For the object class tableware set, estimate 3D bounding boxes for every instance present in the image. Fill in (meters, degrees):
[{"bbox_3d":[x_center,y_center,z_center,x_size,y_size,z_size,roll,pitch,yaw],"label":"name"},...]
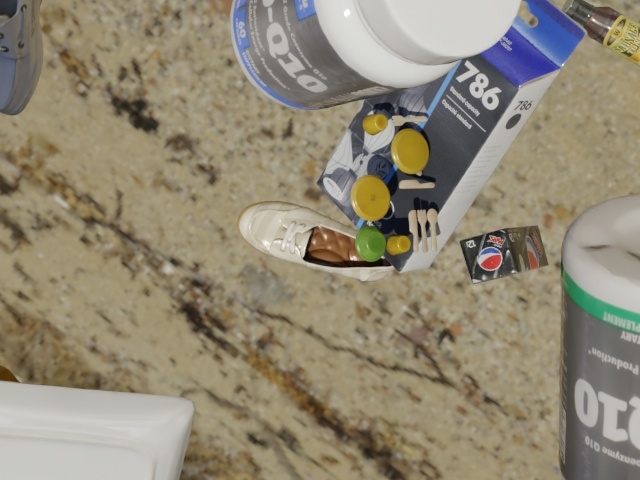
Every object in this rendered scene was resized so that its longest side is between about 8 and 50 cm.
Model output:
[{"bbox_3d":[0.071,-0.056,1.121,0.104,0.154,0.024,-4,179,-30],"label":"tableware set"}]

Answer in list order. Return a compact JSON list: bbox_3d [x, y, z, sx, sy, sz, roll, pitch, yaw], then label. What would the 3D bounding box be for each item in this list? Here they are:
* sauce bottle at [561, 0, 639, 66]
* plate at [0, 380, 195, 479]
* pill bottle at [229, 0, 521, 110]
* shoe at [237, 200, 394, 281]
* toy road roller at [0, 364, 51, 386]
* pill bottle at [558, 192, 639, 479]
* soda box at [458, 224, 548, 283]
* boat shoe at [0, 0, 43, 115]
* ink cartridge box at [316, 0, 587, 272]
[{"bbox_3d":[0.328,-0.232,1.197,0.128,0.042,0.042,25,167,-10],"label":"sauce bottle"},{"bbox_3d":[-0.290,0.281,1.149,0.278,0.277,0.045,8,-155,-13],"label":"plate"},{"bbox_3d":[0.020,-0.100,0.457,0.078,0.078,0.137,42,163,-19],"label":"pill bottle"},{"bbox_3d":[0.000,0.000,1.391,0.219,0.076,0.058,17,175,-17],"label":"shoe"},{"bbox_3d":[-0.473,0.317,1.486,0.330,0.240,0.202,15,136,44],"label":"toy road roller"},{"bbox_3d":[0.324,0.153,0.998,0.204,0.204,0.361,23,130,43],"label":"pill bottle"},{"bbox_3d":[0.220,0.015,1.267,0.060,0.053,0.169,-16,176,23],"label":"soda box"},{"bbox_3d":[-0.447,-0.307,1.500,0.098,0.277,0.096,18,-161,19],"label":"boat shoe"},{"bbox_3d":[0.131,-0.138,1.180,0.065,0.332,0.165,-7,-134,-47],"label":"ink cartridge box"}]
